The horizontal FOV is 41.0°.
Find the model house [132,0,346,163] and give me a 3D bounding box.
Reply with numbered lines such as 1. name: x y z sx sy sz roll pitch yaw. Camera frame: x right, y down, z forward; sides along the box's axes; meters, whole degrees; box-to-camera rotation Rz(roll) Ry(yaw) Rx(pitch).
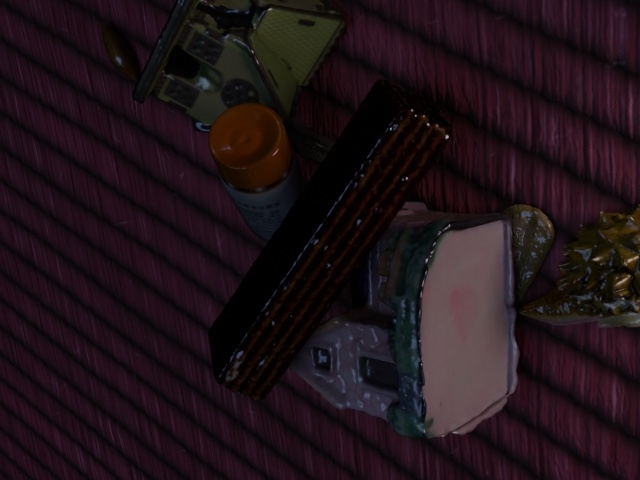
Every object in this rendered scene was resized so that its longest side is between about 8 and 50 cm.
1. model house: -0.044 -0.218 1.024 0.278 0.205 0.218 27 128 -12

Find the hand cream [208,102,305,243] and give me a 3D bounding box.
1. hand cream: -0.056 -0.041 1.051 0.139 0.089 0.314 33 161 18

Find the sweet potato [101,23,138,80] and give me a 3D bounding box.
1. sweet potato: -0.292 -0.272 1.237 0.034 0.034 0.095 -32 91 39

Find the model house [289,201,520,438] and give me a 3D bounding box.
1. model house: 0.079 0.080 0.995 0.237 0.202 0.237 7 107 42

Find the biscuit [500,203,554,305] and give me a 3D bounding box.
1. biscuit: 0.221 0.022 1.000 0.071 0.018 0.147 36 123 24

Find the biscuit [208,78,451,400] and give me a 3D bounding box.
1. biscuit: 0.000 0.000 0.950 0.073 0.107 0.388 27 109 -24

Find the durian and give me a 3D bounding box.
1. durian: 0.298 0.051 0.919 0.224 0.078 0.140 -30 89 38
